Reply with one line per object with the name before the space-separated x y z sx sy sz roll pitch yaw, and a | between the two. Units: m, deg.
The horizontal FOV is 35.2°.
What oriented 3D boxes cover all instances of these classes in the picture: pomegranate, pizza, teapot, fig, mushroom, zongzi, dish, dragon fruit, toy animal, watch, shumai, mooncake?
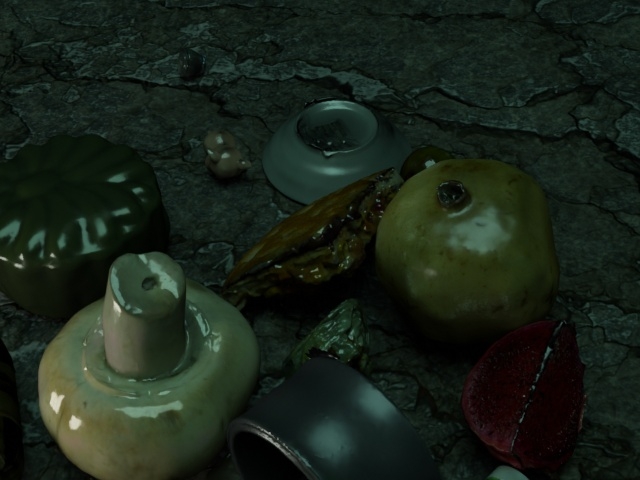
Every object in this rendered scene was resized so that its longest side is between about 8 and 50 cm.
pomegranate | 0.259 0.015 1.717 0.332 0.333 0.333 0 45 0
pizza | 0.000 0.000 1.812 0.409 0.114 0.277 -39 21 -17
teapot | -0.298 -0.409 2.320 0.057 0.066 0.088 1 19 -27
fig | 0.263 -0.137 2.017 0.236 0.124 0.124 -13 45 -33
mushroom | -0.249 0.206 1.557 0.353 0.353 0.325 -24 81 -22
zongzi | -0.612 0.298 1.560 0.288 0.134 0.286 -12 44 -13
dish | 0.035 -0.205 2.076 0.316 0.106 0.316 0 46 0
dragon fruit | 0.324 0.245 1.593 0.189 0.163 0.262 19 61 22
toy animal | -0.202 -0.179 2.069 0.083 0.089 0.150 -18 39 -12
watch | -0.005 0.320 1.403 0.314 0.327 0.335 -33 53 -29
shumai | 0.043 0.193 1.671 0.184 0.184 0.142 -36 79 -30
mooncake | -0.460 -0.038 1.855 0.356 0.194 0.356 1 45 -1

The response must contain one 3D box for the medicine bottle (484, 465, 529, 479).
medicine bottle | 0.234 0.419 1.472 0.086 0.086 0.183 35 55 30
